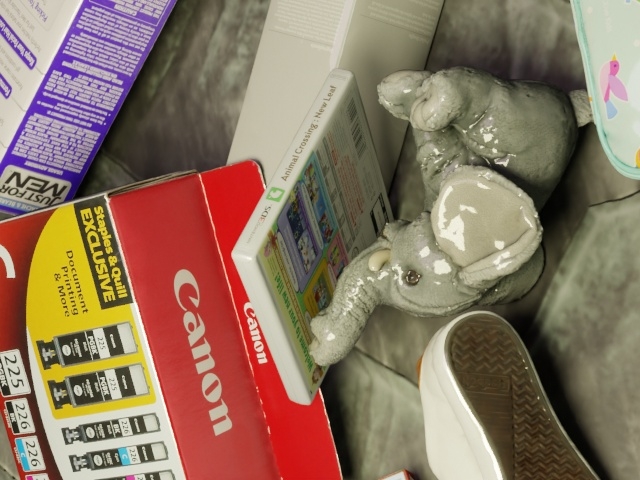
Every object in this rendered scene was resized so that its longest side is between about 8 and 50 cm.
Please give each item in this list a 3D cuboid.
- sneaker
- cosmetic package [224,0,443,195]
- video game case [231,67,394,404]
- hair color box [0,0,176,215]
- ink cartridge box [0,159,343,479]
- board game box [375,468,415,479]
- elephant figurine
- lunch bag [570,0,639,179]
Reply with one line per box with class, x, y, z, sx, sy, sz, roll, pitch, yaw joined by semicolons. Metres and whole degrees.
sneaker;0.158;0.204;1.341;0.123;0.106;0.290;134;119;-66
cosmetic package;0.016;-0.150;1.462;0.107;0.127;0.238;23;97;38
video game case;0.000;0.000;1.358;0.023;0.212;0.193;14;58;23
hair color box;-0.264;-0.208;1.688;0.339;0.110;0.185;-59;43;15
ink cartridge box;-0.152;0.106;1.460;0.272;0.130;0.309;-13;94;37
board game box;-0.030;0.313;1.420;0.281;0.027;0.145;-24;63;13
elephant figurine;0.114;-0.010;1.344;0.186;0.169;0.239;-3;78;48
lunch bag;0.304;-0.189;1.247;0.224;0.108;0.279;-17;74;36
